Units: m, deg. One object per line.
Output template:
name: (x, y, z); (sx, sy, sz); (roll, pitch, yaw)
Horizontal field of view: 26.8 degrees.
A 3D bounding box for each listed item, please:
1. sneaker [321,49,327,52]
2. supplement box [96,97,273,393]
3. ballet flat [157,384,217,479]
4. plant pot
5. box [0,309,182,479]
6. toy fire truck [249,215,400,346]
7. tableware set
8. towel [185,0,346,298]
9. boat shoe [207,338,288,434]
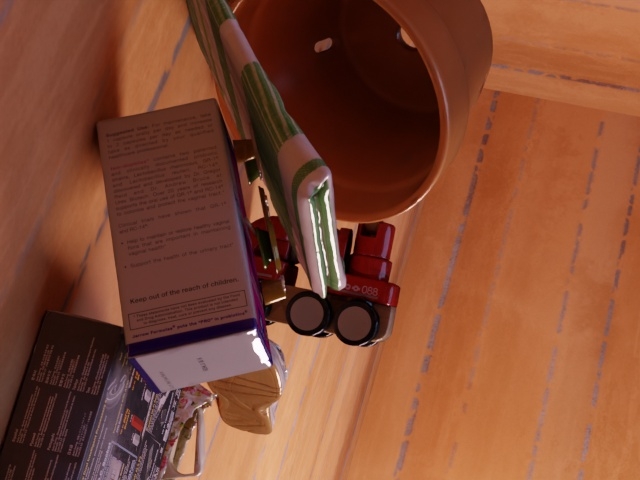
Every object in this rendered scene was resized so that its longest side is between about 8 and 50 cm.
sneaker: (0.043, -0.236, 2.052); (0.221, 0.087, 0.128); (-61, 161, -62)
supplement box: (-0.118, 0.004, 1.166); (0.111, 0.114, 0.220); (75, 2, -68)
ballet flat: (-0.171, 0.263, 1.479); (0.091, 0.077, 0.241); (17, 86, -80)
plant pot: (0.057, -0.191, 1.475); (0.203, 0.291, 0.291); (-41, 145, -46)
box: (-0.220, 0.242, 1.195); (0.242, 0.077, 0.307); (69, 34, -71)
toy fire truck: (0.000, 0.000, 1.715); (0.158, 0.217, 0.246); (30, 71, -79)
tableware set: (-0.056, -0.020, 1.185); (0.104, 0.024, 0.154); (90, -12, -76)
towel: (-0.058, -0.129, 1.234); (0.248, 0.038, 0.325); (79, -13, -65)
boat shoe: (-0.090, 0.170, 1.779); (0.277, 0.098, 0.096); (102, 4, -65)
